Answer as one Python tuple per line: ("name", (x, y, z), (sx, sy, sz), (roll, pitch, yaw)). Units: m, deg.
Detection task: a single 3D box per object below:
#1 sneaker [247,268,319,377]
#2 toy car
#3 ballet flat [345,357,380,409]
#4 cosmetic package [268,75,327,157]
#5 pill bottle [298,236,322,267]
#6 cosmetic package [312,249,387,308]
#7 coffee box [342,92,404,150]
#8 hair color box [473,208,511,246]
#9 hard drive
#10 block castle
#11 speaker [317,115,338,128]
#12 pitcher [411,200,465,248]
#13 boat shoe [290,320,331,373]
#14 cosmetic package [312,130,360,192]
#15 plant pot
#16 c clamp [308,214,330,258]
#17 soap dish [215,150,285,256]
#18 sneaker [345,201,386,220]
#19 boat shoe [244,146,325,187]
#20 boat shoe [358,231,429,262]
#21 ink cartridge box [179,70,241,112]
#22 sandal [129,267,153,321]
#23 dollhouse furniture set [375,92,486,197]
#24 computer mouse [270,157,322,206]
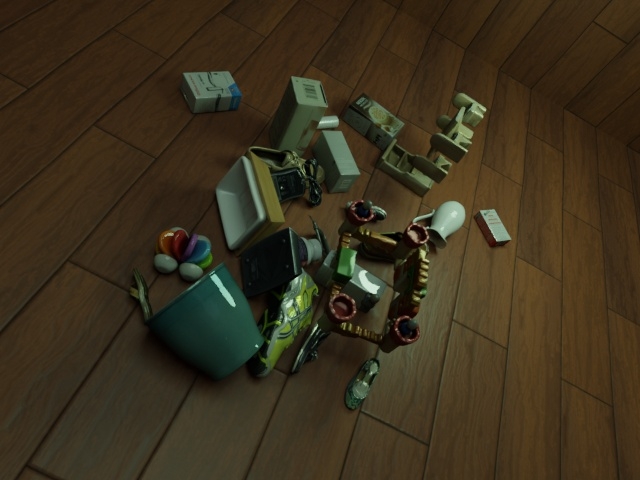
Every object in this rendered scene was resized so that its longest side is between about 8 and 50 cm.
("sneaker", (-0.101, 0.256, 1.529), (0.147, 0.145, 0.384), (37, 56, -22))
("toy car", (-0.424, 0.026, 1.532), (0.182, 0.136, 0.159), (20, 51, -12))
("ballet flat", (0.138, 0.447, 1.554), (0.070, 0.070, 0.188), (34, 50, 0))
("cosmetic package", (-0.095, -0.479, 1.934), (0.129, 0.296, 0.153), (1, 59, -26))
("pill bottle", (-0.097, 0.046, 1.691), (0.194, 0.108, 0.108), (-9, 62, -30))
("cosmetic package", (0.101, 0.145, 1.713), (0.231, 0.117, 0.085), (33, 51, 1))
("coffee box", (0.245, -0.553, 2.272), (0.247, 0.098, 0.141), (38, 50, 3))
("hair color box", (0.777, -0.057, 2.212), (0.093, 0.053, 0.167), (-6, 62, -27))
("hard drive", (-0.156, 0.076, 1.548), (0.054, 0.255, 0.171), (12, 62, -43))
("block castle", (0.186, 0.107, 1.567), (0.303, 0.213, 0.453), (21, 54, -10))
("speaker", (0.013, -0.523, 2.171), (0.136, 0.055, 0.055), (-13, 65, -31))
("pitcher", (0.502, -0.085, 2.069), (0.178, 0.125, 0.207), (32, 60, 18))
("boat shoe", (-0.027, 0.342, 1.543), (0.065, 0.075, 0.206), (32, 45, 2))
("cosmetic package", (0.061, -0.326, 2.012), (0.107, 0.127, 0.237), (-8, 60, -30))
("plant pot", (-0.304, 0.242, 1.378), (0.255, 0.272, 0.272), (52, 51, -5))
("c clamp", (0.000, 0.000, 1.778), (0.022, 0.137, 0.160), (-24, 65, 12))
("soap dish", (-0.243, -0.120, 1.673), (0.118, 0.229, 0.290), (6, 54, -42))
("sneaker", (0.181, -0.100, 1.955), (0.171, 0.063, 0.074), (14, 53, -10))
("boat shoe", (-0.131, -0.289, 1.905), (0.341, 0.110, 0.121), (5, 56, -22))
("boat shoe", (0.306, 0.026, 1.897), (0.308, 0.104, 0.110), (0, 58, -25))
("ink cartridge box", (-0.447, -0.606, 1.991), (0.203, 0.086, 0.148), (-16, 66, -33))
("sandal", (-0.535, 0.162, 1.440), (0.049, 0.072, 0.180), (-17, 69, -10))
("dollhouse furniture set", (0.455, -0.415, 2.084), (0.257, 0.394, 0.362), (34, 50, 0))
("computer mouse", (-0.132, -0.202, 1.851), (0.272, 0.072, 0.188), (-13, 105, -24))
